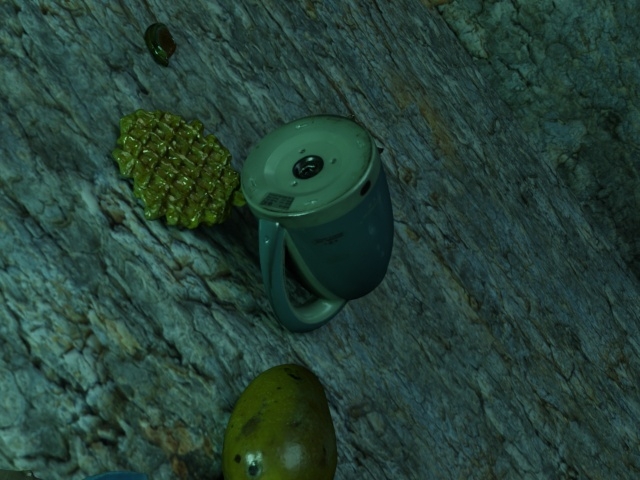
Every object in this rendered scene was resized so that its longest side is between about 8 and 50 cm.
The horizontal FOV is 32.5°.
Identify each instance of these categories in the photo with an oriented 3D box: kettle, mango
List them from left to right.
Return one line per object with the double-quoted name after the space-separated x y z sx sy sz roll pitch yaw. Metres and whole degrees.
-0.052 0.299 1.726 0.329 0.176 0.176 -71 167 -54 "mango"
0.000 0.000 1.992 0.319 0.247 0.342 -50 141 -25 "kettle"

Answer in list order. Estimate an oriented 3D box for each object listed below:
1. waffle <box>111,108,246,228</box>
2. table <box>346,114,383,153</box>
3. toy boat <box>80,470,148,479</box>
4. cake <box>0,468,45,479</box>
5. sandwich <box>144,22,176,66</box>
-0.251 -0.129 1.925 0.243 0.059 0.237 -3 66 -42 "waffle"
0.003 -0.134 2.157 0.167 0.227 0.167 37 34 -31 "table"
-0.294 0.345 1.427 0.185 0.077 0.075 13 50 -62 "toy boat"
-0.403 0.358 1.078 0.309 0.237 0.230 23 40 -41 "cake"
-0.311 -0.389 2.147 0.069 0.026 0.101 40 33 -24 "sandwich"
